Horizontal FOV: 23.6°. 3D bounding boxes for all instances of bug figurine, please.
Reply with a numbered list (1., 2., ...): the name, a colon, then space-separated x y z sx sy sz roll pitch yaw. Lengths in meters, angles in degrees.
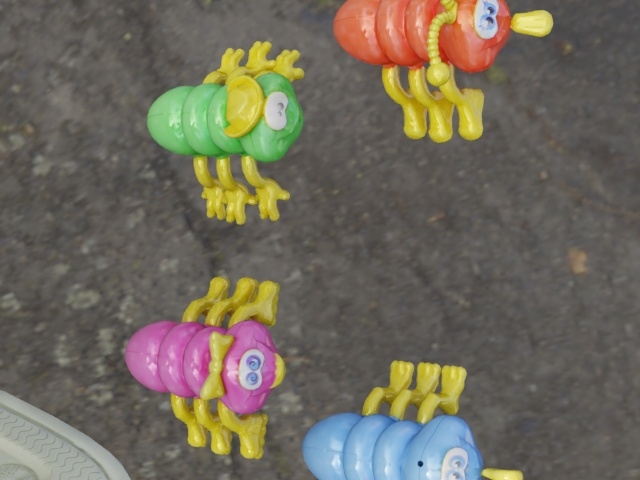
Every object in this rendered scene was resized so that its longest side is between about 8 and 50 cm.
1. bug figurine: 0.000 0.000 0.691 0.072 0.216 0.279 14 78 -51

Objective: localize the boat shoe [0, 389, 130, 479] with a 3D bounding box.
1. boat shoe: -0.163 0.072 0.531 0.084 0.233 0.079 -29 138 -44
